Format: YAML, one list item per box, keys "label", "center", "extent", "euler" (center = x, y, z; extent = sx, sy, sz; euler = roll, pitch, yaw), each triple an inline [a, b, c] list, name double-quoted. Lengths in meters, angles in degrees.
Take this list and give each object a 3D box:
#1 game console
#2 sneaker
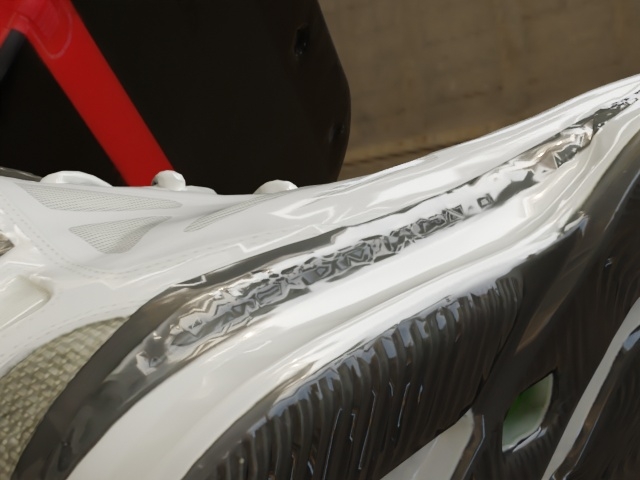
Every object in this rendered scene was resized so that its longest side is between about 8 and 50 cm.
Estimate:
- label: "game console"
  center: [-0.093, -0.028, 0.785]
  extent: [0.060, 0.386, 0.342]
  euler: [15, -112, 21]
- label: "sneaker"
  center: [0.000, -0.001, 0.567]
  extent: [0.257, 0.447, 0.169]
  euler: [23, -61, 33]
